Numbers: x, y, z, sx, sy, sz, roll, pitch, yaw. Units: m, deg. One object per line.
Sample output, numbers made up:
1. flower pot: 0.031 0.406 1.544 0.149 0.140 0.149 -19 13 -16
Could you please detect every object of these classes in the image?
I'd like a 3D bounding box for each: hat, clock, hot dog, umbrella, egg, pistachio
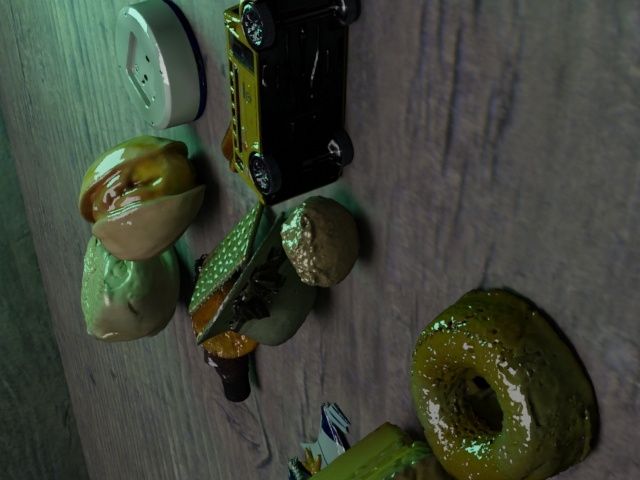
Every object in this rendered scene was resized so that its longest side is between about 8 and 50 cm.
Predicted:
1. hat: -0.079 0.092 1.595 0.130 0.257 0.257 32 150 -3
2. clock: -0.293 -0.317 1.782 0.230 0.083 0.230 43 145 39
3. hot dog: -0.125 -0.168 1.610 0.071 0.045 0.165 59 152 15
4. umbrella: -0.190 0.175 1.933 0.094 0.090 0.326 12 122 35
5. egg: 0.000 0.000 1.424 0.118 0.116 0.140 116 153 -62
6. pistachio: -0.344 -0.077 1.900 0.309 0.230 0.230 -35 77 45

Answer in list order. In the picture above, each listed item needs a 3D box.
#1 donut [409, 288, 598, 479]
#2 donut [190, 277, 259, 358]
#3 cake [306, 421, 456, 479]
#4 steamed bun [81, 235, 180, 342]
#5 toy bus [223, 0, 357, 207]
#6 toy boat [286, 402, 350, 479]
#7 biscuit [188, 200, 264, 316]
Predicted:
1. donut: 0.205 0.192 1.194 0.272 0.107 0.272 38 139 43
2. donut: -0.168 0.140 1.830 0.058 0.151 0.152 -69 -34 -73
3. cake: 0.092 0.405 1.384 0.222 0.227 0.286 59 166 -6
4. steamed bun: -0.401 0.090 2.150 0.289 0.203 0.276 151 123 -61
5. toy bus: -0.051 -0.218 1.325 0.151 0.145 0.331 45 146 42
6. toy boat: 0.018 0.409 1.779 0.220 0.067 0.291 41 131 42
7. biscuit: -0.166 0.032 1.715 0.231 0.016 0.139 -41 27 47
